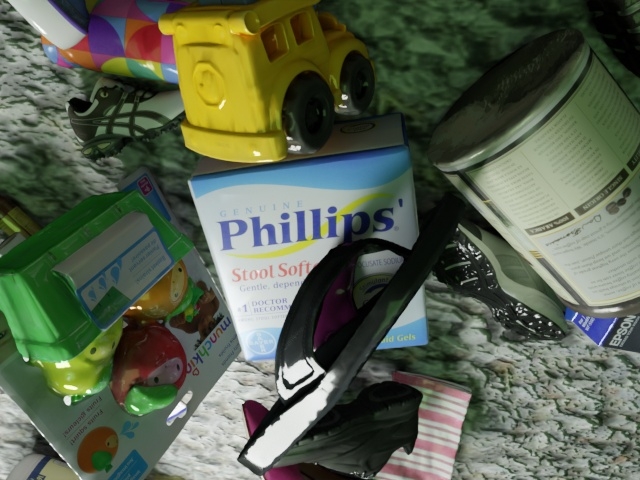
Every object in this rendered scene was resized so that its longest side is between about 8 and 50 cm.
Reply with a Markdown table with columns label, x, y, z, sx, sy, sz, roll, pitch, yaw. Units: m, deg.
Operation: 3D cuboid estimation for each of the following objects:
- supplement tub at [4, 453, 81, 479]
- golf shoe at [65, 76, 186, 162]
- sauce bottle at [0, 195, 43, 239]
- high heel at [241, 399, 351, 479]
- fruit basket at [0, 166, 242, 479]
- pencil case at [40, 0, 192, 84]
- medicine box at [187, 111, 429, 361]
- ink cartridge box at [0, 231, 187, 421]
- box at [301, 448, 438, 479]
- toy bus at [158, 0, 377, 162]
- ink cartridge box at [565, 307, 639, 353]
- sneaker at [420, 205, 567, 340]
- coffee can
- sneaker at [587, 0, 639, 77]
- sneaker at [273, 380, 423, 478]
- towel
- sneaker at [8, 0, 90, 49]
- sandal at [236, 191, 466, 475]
| label | x | y | z | sx | sy | sz | roll | pitch | yaw |
| --- | --- | --- | --- | --- | --- | --- | --- | --- | --- |
| supplement tub | -0.487 | 0.592 | 1.021 | 0.324 | 0.235 | 0.236 | 24 | 118 | -9 |
| golf shoe | -0.244 | -0.174 | 0.664 | 0.198 | 0.077 | 0.094 | -18 | 116 | 13 |
| sauce bottle | -0.474 | -0.037 | 0.780 | 0.042 | 0.042 | 0.128 | -31 | 110 | 20 |
| high heel | 0.010 | 0.391 | 0.881 | 0.181 | 0.127 | 0.378 | -27 | 113 | -3 |
| fruit basket | -0.249 | 0.122 | 0.695 | 0.165 | 0.327 | 0.353 | -9 | 118 | 37 |
| pencil case | -0.211 | -0.243 | 0.612 | 0.236 | 0.104 | 0.105 | 9 | 119 | -2 |
| medicine box | 0.000 | 0.000 | 0.699 | 0.263 | 0.149 | 0.290 | -7 | 119 | 9 |
| ink cartridge box | -0.386 | 0.171 | 0.799 | 0.175 | 0.069 | 0.371 | -32 | 112 | 19 |
| box | 0.055 | 0.457 | 0.995 | 0.295 | 0.073 | 0.294 | 15 | 120 | -5 |
| toy bus | -0.051 | -0.213 | 0.524 | 0.149 | 0.220 | 0.212 | 13 | 130 | 33 |
| ink cartridge box | 0.528 | 0.095 | 0.758 | 0.332 | 0.065 | 0.166 | 10 | 120 | 0 |
| sneaker | 0.248 | 0.036 | 0.728 | 0.271 | 0.108 | 0.100 | 37 | 151 | -18 |
| coffee can | 0.291 | -0.071 | 0.604 | 0.275 | 0.202 | 0.201 | 42 | 114 | -17 |
| sneaker | 0.354 | -0.309 | 0.524 | 0.162 | 0.106 | 0.281 | -35 | 110 | 18 |
| sneaker | 0.040 | 0.315 | 0.796 | 0.286 | 0.109 | 0.130 | -7 | 98 | -21 |
| towel | 0.174 | 0.335 | 0.890 | 0.144 | 0.029 | 0.197 | 14 | 89 | -3 |
| sneaker | -0.237 | -0.381 | 0.484 | 0.236 | 0.130 | 0.323 | -26 | 100 | 0 |
| sandal | -0.002 | 0.114 | 0.593 | 0.107 | 0.167 | 0.446 | 37 | 117 | 4 |
